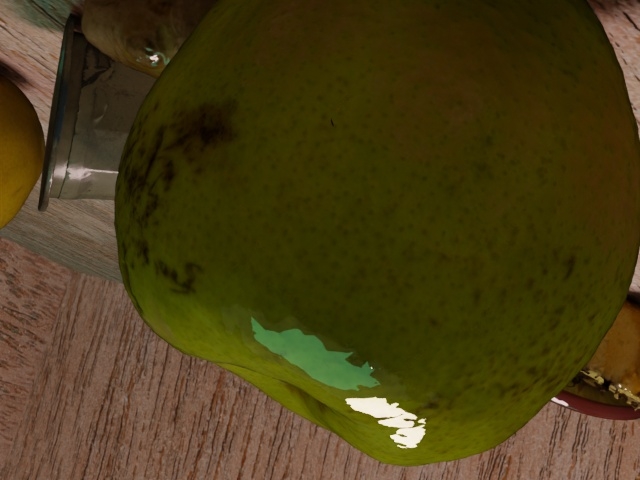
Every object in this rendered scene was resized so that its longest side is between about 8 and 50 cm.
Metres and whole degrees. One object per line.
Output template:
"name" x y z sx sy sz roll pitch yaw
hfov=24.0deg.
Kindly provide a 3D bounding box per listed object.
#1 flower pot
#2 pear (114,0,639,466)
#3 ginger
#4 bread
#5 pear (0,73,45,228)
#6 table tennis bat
"flower pot" -0.192 -0.126 1.622 0.203 0.212 0.212 6 174 -15
"pear" 0.052 -0.043 1.078 0.391 0.391 0.391 17 171 3
"ginger" -0.089 -0.178 1.291 0.263 0.109 0.116 14 172 19
"bread" 0.429 0.151 2.150 0.160 0.147 0.260 32 179 -30
"pear" -0.517 -0.094 1.943 0.285 0.336 0.285 25 150 16
"table tennis bat" 0.330 0.167 2.339 0.415 0.051 0.268 22 -155 1
